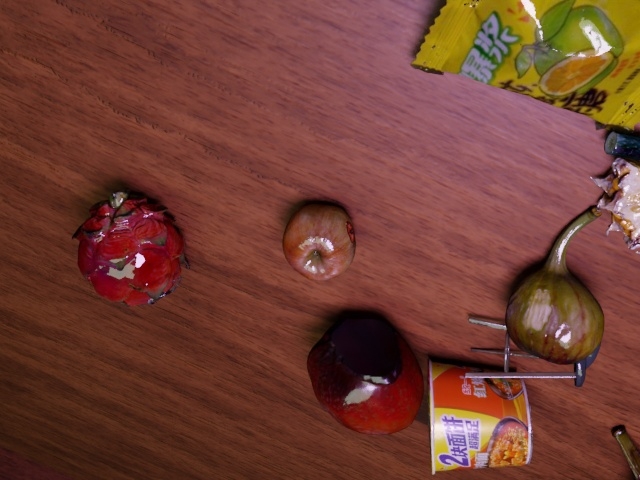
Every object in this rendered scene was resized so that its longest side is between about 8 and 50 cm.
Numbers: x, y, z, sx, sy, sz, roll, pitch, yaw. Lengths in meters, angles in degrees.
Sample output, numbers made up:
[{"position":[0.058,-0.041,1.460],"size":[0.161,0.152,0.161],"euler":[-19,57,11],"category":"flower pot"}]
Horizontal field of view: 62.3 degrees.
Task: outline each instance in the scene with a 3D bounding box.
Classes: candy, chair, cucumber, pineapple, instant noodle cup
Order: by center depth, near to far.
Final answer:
[{"position":[0.271,-0.217,0.603],"size":[0.298,0.081,0.187],"euler":[15,155,-3],"category":"candy"},{"position":[0.429,-0.112,0.666],"size":[0.133,0.032,0.032],"euler":[10,131,-1],"category":"cucumber"},{"position":[0.430,-0.055,0.697],"size":[0.116,0.069,0.137],"euler":[-17,117,23],"category":"pineapple"},{"position":[0.364,0.201,0.912],"size":[0.222,0.095,0.104],"euler":[-1,139,20],"category":"chair"},{"position":[0.289,0.326,0.984],"size":[0.174,0.213,0.213],"euler":[-2,127,10],"category":"instant noodle cup"}]

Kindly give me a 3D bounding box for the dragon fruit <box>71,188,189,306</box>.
[{"position":[-0.344,0.030,0.981],"size":[0.193,0.193,0.274],"euler":[-10,129,-6],"category":"dragon fruit"}]

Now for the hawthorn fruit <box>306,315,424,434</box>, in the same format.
[{"position":[0.095,0.260,0.992],"size":[0.215,0.215,0.249],"euler":[-19,127,32],"category":"hawthorn fruit"}]

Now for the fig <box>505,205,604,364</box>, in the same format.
[{"position":[0.363,0.064,0.799],"size":[0.149,0.149,0.245],"euler":[8,105,14],"category":"fig"}]

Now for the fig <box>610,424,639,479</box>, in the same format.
[{"position":[0.670,0.491,1.034],"size":[0.290,0.191,0.190],"euler":[52,137,24],"category":"fig"}]

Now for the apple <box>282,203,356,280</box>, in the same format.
[{"position":[-0.002,0.002,0.878],"size":[0.126,0.102,0.126],"euler":[6,127,9],"category":"apple"}]
